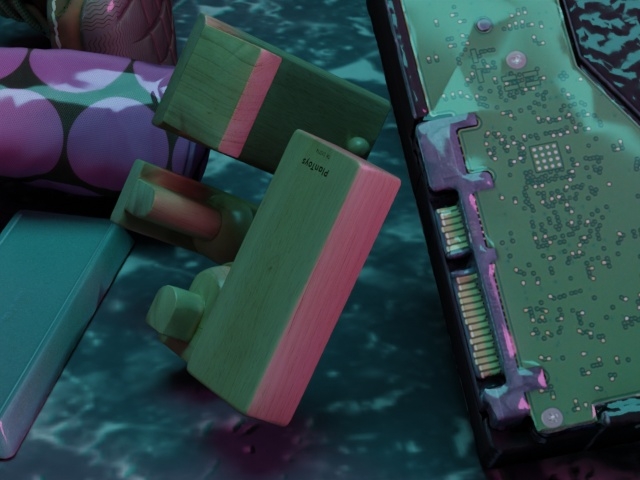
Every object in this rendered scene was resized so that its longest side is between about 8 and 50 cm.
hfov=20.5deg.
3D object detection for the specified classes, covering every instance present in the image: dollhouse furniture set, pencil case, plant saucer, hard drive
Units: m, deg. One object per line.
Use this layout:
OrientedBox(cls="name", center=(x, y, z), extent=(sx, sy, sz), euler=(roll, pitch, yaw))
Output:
OrientedBox(cls="dollhouse furniture set", center=(0.000, 0.000, 0.809), extent=(0.123, 0.144, 0.151), euler=(21, 6, -40))
OrientedBox(cls="pencil case", center=(-0.160, -0.057, 0.925), extent=(0.209, 0.098, 0.095), euler=(7, 56, 3))
OrientedBox(cls="plant saucer", center=(-0.145, 0.036, 0.833), extent=(0.067, 0.018, 0.192), euler=(7, 31, 9))
OrientedBox(cls="hard drive", center=(0.208, -0.047, 0.784), extent=(0.338, 0.064, 0.237), euler=(-12, 72, -7))

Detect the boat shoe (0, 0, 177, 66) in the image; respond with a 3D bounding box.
OrientedBox(cls="boat shoe", center=(-0.153, -0.166, 1.099), extent=(0.116, 0.123, 0.324), euler=(-7, 24, -1))
